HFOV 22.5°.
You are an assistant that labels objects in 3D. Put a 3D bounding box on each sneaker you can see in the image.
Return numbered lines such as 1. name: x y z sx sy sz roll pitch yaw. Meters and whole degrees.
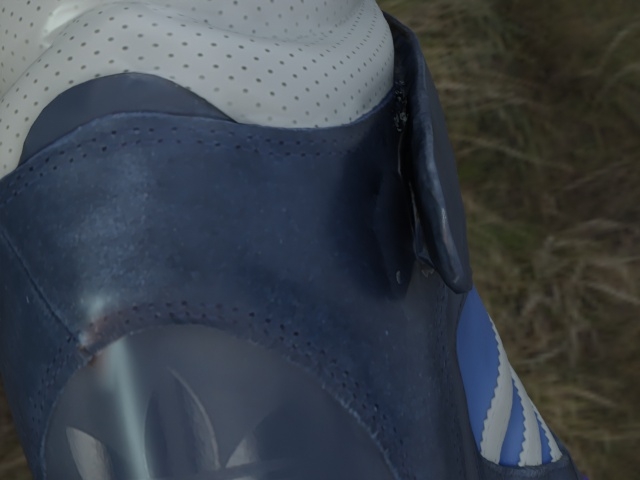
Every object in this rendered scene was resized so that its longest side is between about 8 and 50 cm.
1. sneaker: -0.001 0.000 0.484 0.323 0.130 0.236 10 70 -76
